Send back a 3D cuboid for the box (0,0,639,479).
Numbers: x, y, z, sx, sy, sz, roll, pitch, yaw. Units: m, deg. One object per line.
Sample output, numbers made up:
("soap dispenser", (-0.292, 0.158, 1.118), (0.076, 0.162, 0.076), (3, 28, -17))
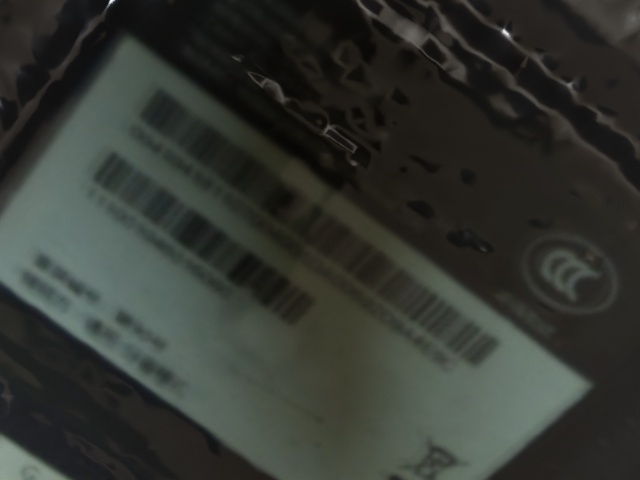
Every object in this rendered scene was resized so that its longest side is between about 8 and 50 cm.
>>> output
("box", (0.000, 0.000, 0.444), (0.359, 0.350, 0.091), (37, -151, -9))
